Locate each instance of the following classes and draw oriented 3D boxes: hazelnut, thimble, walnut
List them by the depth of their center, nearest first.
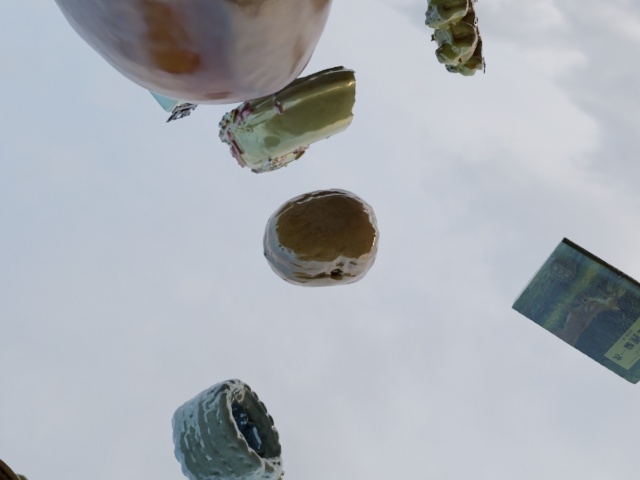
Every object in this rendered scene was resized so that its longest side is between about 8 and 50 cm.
[{"bbox_3d":[-0.090,-0.193,0.398,0.215,0.214,0.176,23,-151,-3],"label":"hazelnut"},{"bbox_3d":[0.000,0.000,1.151,0.222,0.195,0.195,-11,-118,-19],"label":"walnut"},{"bbox_3d":[-0.193,0.427,1.290,0.172,0.205,0.250,-33,-101,11],"label":"thimble"}]

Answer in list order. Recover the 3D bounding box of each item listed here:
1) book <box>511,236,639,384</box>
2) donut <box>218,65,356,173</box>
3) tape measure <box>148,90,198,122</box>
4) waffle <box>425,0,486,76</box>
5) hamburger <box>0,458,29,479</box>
[{"bbox_3d":[0.443,0.113,0.984,0.228,0.160,0.024,34,-141,13],"label":"book"},{"bbox_3d":[-0.040,-0.110,0.616,0.108,0.166,0.065,-25,-86,-34],"label":"donut"},{"bbox_3d":[-0.246,-0.365,0.867,0.351,0.215,0.098,53,-141,0],"label":"tape measure"},{"bbox_3d":[0.108,-0.227,0.535,0.046,0.161,0.191,-12,-95,17],"label":"waffle"},{"bbox_3d":[-0.318,0.303,0.444,0.275,0.212,0.274,8,-143,-6],"label":"hamburger"}]
